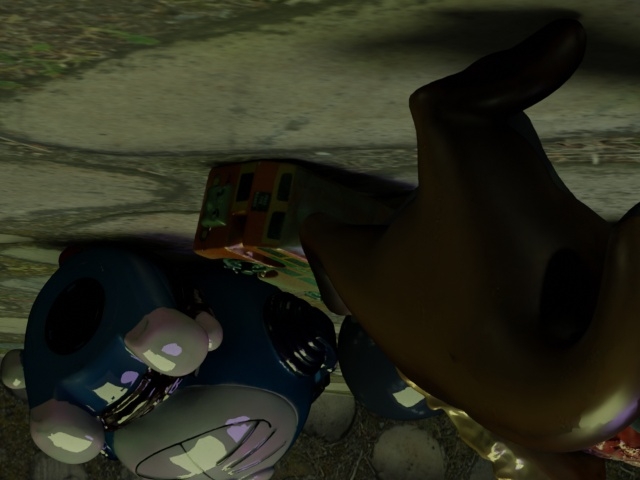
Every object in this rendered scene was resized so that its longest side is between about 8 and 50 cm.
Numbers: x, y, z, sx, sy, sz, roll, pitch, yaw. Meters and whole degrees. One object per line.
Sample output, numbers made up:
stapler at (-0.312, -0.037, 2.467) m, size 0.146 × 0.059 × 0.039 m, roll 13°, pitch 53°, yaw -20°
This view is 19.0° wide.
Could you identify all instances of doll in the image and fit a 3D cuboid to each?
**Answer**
doll at (0.184, 0.004, 0.984) m, size 0.339 × 0.209 × 0.318 m, roll 4°, pitch 174°, yaw -27°
doll at (-0.137, 0.127, 1.878) m, size 0.284 × 0.240 × 0.310 m, roll -29°, pitch 141°, yaw 26°

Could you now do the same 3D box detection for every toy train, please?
toy train at (0.000, 0.000, 1.401) m, size 0.188 × 0.072 × 0.099 m, roll 23°, pitch 158°, yaw -37°

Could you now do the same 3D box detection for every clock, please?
clock at (0.138, 0.104, 1.928) m, size 0.243 × 0.147 × 0.199 m, roll -3°, pitch 175°, yaw -9°

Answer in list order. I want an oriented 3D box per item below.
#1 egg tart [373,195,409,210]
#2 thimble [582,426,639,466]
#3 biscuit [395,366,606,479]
egg tart at (0.091, -0.004, 1.495) m, size 0.128 × 0.049 × 0.129 m, roll 5°, pitch 172°, yaw 1°
thimble at (0.298, 0.093, 1.587) m, size 0.239 × 0.162 × 0.239 m, roll 9°, pitch 161°, yaw 3°
biscuit at (0.139, 0.114, 1.673) m, size 0.040 × 0.309 × 0.204 m, roll -47°, pitch 168°, yaw 23°
